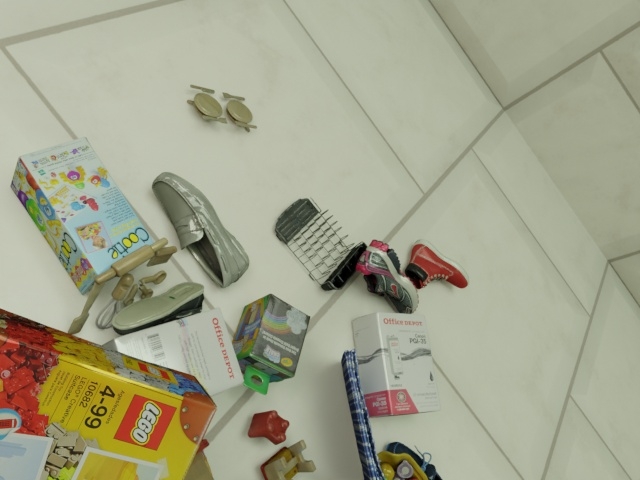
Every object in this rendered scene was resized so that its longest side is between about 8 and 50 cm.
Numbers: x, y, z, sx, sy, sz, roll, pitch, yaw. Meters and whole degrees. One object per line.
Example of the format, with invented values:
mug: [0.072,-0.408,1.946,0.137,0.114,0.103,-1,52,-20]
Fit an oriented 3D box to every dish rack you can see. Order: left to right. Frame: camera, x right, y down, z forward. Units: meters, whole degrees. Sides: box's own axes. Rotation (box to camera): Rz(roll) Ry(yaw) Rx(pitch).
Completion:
dish rack: [0.000,0.000,1.479,0.272,0.074,0.208,50,47,-8]

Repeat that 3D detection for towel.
towel: [0.104,0.451,1.249,0.040,0.243,0.336,-10,70,-5]

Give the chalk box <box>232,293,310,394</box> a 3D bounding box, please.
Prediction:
chalk box: [-0.134,0.262,1.213,0.132,0.132,0.213,34,53,-23]

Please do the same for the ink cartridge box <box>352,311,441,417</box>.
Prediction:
ink cartridge box: [0.217,0.357,1.453,0.207,0.117,0.283,9,65,-35]

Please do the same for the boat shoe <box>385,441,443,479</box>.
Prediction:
boat shoe: [0.290,0.645,1.395,0.258,0.089,0.109,42,50,-16]

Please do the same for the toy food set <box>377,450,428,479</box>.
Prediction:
toy food set: [0.218,0.650,1.301,0.218,0.128,0.071,50,13,-6]

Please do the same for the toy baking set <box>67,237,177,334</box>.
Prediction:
toy baking set: [-0.401,0.099,1.041,0.030,0.197,0.256,39,47,17]

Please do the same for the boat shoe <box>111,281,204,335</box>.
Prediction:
boat shoe: [-0.348,0.163,1.104,0.233,0.083,0.079,-23,127,-54]

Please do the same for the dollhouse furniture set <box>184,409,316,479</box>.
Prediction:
dollhouse furniture set: [-0.198,0.497,1.069,0.374,0.152,0.202,-12,77,-59]

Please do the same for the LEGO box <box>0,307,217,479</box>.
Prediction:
LEGO box: [-0.442,0.396,0.734,0.372,0.193,0.501,28,81,-24]

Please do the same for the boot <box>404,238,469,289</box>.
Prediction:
boot: [0.400,0.131,1.729,0.244,0.088,0.176,35,52,-10]

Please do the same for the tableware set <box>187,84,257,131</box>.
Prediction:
tableware set: [-0.284,-0.373,1.454,0.194,0.039,0.128,0,58,-44]

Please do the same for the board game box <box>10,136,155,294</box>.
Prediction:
board game box: [-0.501,-0.051,1.059,0.144,0.142,0.275,-34,92,-43]

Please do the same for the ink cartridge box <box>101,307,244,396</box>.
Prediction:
ink cartridge box: [-0.315,0.264,1.041,0.232,0.168,0.171,-11,79,-40]

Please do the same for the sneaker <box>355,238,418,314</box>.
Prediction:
sneaker: [0.198,0.132,1.532,0.112,0.120,0.299,-48,124,-19]

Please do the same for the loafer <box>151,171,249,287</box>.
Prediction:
loafer: [-0.303,-0.025,1.226,0.319,0.112,0.111,50,40,-9]
